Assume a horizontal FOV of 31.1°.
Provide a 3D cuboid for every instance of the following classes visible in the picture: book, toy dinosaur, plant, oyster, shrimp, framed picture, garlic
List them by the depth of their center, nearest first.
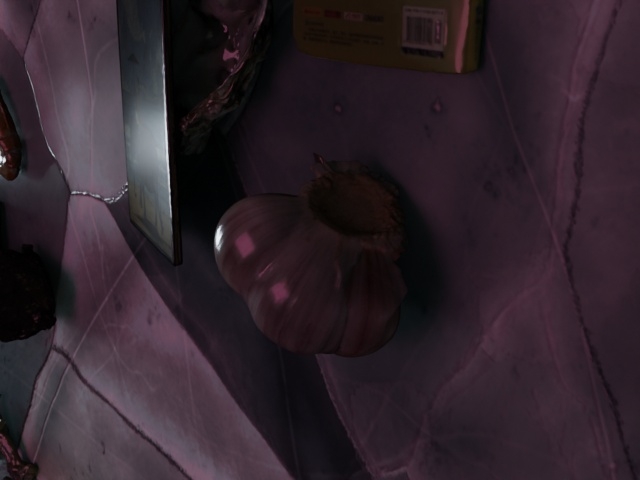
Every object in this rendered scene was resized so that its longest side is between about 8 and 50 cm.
[{"bbox_3d":[0.066,-0.342,1.104,0.239,0.035,0.352,18,113,44],"label":"book"},{"bbox_3d":[0.000,0.000,1.215,0.256,0.207,0.207,-108,21,-68],"label":"garlic"},{"bbox_3d":[-0.115,-0.204,1.310,0.199,0.087,0.252,22,113,49],"label":"oyster"},{"bbox_3d":[-0.215,-0.163,1.426,0.265,0.016,0.346,-146,53,-65],"label":"framed picture"},{"bbox_3d":[-0.490,0.079,1.789,0.203,0.131,0.142,36,131,51],"label":"plant"},{"bbox_3d":[-0.511,-0.183,1.813,0.091,0.043,0.184,-6,96,53],"label":"shrimp"},{"bbox_3d":[-0.605,0.337,2.036,0.294,0.077,0.162,21,116,44],"label":"toy dinosaur"}]

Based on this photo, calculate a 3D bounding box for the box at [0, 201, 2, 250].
[{"bbox_3d":[-0.639,0.002,1.954,0.274,0.138,0.178,16,106,44],"label":"box"}]
